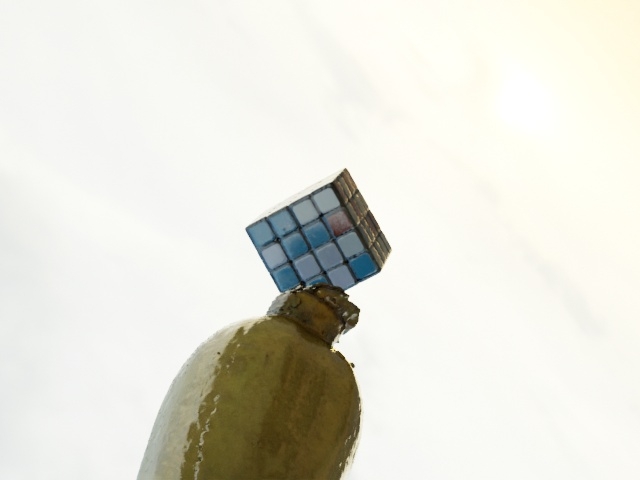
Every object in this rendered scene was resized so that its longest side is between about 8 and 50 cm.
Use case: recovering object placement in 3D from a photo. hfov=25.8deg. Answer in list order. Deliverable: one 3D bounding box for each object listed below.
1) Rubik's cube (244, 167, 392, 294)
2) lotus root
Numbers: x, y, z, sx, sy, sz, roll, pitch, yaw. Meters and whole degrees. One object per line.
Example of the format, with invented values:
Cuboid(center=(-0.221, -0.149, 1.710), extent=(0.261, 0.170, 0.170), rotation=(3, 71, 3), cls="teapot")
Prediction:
Cuboid(center=(0.000, 0.000, 1.258), extent=(0.092, 0.092, 0.092), rotation=(61, -166, -6), cls="Rubik's cube")
Cuboid(center=(-0.051, 0.156, 1.019), extent=(0.146, 0.131, 0.303), rotation=(37, -138, -13), cls="lotus root")
